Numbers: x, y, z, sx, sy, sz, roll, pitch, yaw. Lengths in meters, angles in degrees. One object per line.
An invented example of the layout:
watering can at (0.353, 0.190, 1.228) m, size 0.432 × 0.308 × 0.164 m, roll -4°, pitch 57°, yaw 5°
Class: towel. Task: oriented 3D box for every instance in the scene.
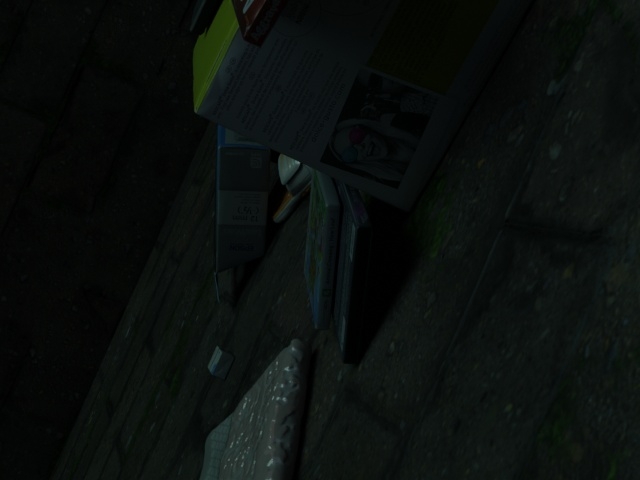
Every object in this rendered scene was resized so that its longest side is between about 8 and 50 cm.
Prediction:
towel at (-0.115, 0.351, 1.510) m, size 0.317 × 0.053 × 0.331 m, roll -51°, pitch 22°, yaw 42°

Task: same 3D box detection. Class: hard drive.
hard drive at (-0.151, -0.374, 1.485) m, size 0.135 × 0.022 × 0.094 m, roll -59°, pitch 18°, yaw 30°

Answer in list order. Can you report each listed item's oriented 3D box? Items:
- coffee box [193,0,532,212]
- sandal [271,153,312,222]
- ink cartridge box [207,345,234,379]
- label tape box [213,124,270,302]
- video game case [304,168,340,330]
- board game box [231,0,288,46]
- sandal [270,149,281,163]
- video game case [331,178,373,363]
coffee box at (0.035, -0.304, 1.447) m, size 0.338 × 0.334 × 0.337 m, roll -61°, pitch 18°, yaw 18°
sandal at (-0.055, -0.128, 1.983) m, size 0.265 × 0.076 × 0.102 m, roll -51°, pitch 21°, yaw 42°
ink cartridge box at (-0.195, 0.236, 1.993) m, size 0.048 × 0.028 × 0.083 m, roll -65°, pitch 15°, yaw 0°
label tape box at (-0.169, -0.076, 2.170) m, size 0.249 × 0.115 × 0.347 m, roll -102°, pitch 13°, yaw -65°
video game case at (0.000, 0.000, 1.513) m, size 0.212 × 0.023 × 0.193 m, roll -105°, pitch 18°, yaw -67°
board game box at (-0.069, -0.359, 1.238) m, size 0.145 × 0.027 × 0.281 m, roll -56°, pitch 30°, yaw 26°
sandal at (-0.040, -0.236, 2.152) m, size 0.079 × 0.088 × 0.240 m, roll 61°, pitch 140°, yaw 32°
video game case at (0.034, 0.019, 1.428) m, size 0.274 × 0.026 × 0.196 m, roll -102°, pitch 15°, yaw -67°
